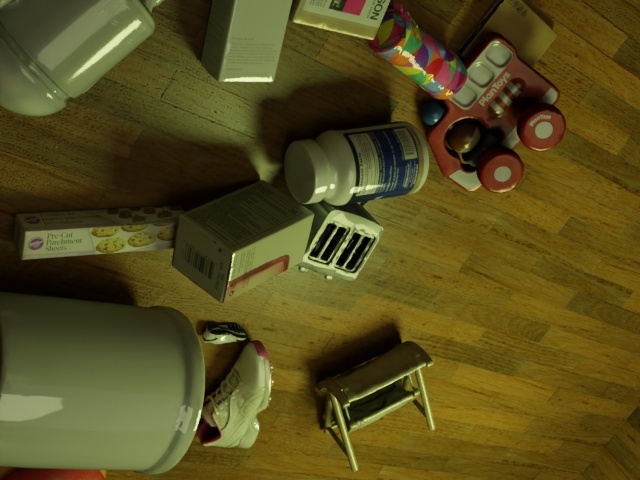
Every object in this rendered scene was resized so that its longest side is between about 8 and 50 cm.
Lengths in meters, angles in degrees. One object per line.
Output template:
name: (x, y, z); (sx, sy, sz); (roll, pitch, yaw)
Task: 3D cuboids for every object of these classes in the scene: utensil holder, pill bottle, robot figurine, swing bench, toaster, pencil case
utensil holder: (-0.460, 0.260, 1.860); (0.385, 0.328, 0.328); (12, 116, -38)
pill bottle: (0.071, -0.152, 2.019); (0.264, 0.153, 0.153); (-10, 129, -28)
robot figurine: (-0.392, -0.326, 1.512); (0.353, 0.200, 0.300); (-40, 154, 0)
swing bench: (0.138, 0.389, 2.508); (0.253, 0.165, 0.255); (-22, 129, -18)
toaster: (0.023, -0.014, 2.110); (0.168, 0.110, 0.186); (19, 108, -40)
pencil case: (0.192, -0.364, 1.973); (0.104, 0.104, 0.236); (-50, 138, 10)

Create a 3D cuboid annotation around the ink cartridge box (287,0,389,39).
ink cartridge box: (0.046, -0.487, 1.774); (0.193, 0.088, 0.235); (3, 121, -36)

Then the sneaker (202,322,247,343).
sneaker: (-0.210, 0.206, 2.202); (0.109, 0.040, 0.044); (11, 134, -36)

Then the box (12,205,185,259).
box: (-0.398, -0.017, 1.862); (0.323, 0.063, 0.067); (-4, 124, -33)

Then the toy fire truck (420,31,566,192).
toy fire truck: (0.349, -0.261, 2.132); (0.254, 0.169, 0.302); (34, 113, -21)

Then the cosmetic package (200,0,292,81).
cosmetic package: (-0.123, -0.391, 1.738); (0.117, 0.085, 0.231); (-5, 125, -33)

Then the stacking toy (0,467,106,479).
stacking toy: (-0.517, 0.581, 1.961); (0.350, 0.480, 0.351); (-19, 134, -21)

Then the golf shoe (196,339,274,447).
golf shoe: (-0.194, 0.359, 2.283); (0.140, 0.115, 0.306); (-3, 125, -29)

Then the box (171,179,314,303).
box: (-0.149, -0.002, 1.939); (0.232, 0.148, 0.127); (-26, 141, -44)

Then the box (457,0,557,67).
box: (0.396, -0.417, 2.128); (0.201, 0.021, 0.164); (25, 107, -45)
